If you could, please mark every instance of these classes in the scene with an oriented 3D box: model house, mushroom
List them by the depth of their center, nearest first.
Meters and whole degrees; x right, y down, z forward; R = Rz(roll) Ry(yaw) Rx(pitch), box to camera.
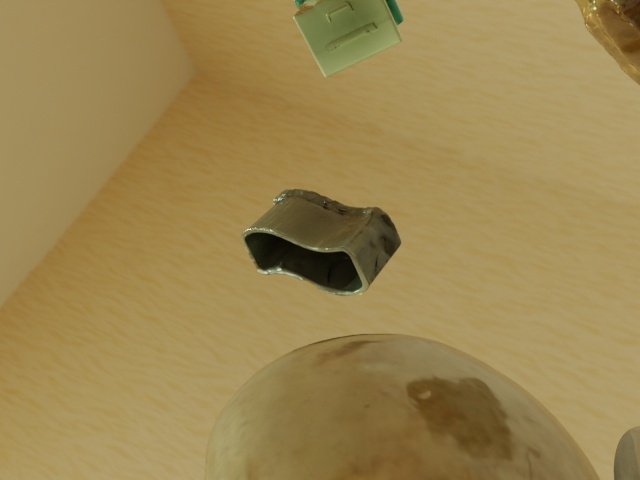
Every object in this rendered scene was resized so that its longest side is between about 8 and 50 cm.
[{"bbox_3d":[0.040,0.221,0.644,0.297,0.297,0.290,-15,-41,-54],"label":"mushroom"},{"bbox_3d":[0.039,-0.309,1.269,0.100,0.127,0.149,61,-164,-23],"label":"model house"}]

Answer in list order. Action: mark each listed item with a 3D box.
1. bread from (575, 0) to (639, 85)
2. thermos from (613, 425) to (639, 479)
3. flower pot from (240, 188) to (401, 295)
[{"bbox_3d":[0.380,-0.290,0.750,0.370,0.192,0.314,-34,-36,25],"label":"bread"},{"bbox_3d":[0.221,0.085,0.378,0.193,0.105,0.137,-9,-19,-13],"label":"thermos"},{"bbox_3d":[0.000,0.000,1.390,0.108,0.229,0.103,-49,-43,-35],"label":"flower pot"}]
